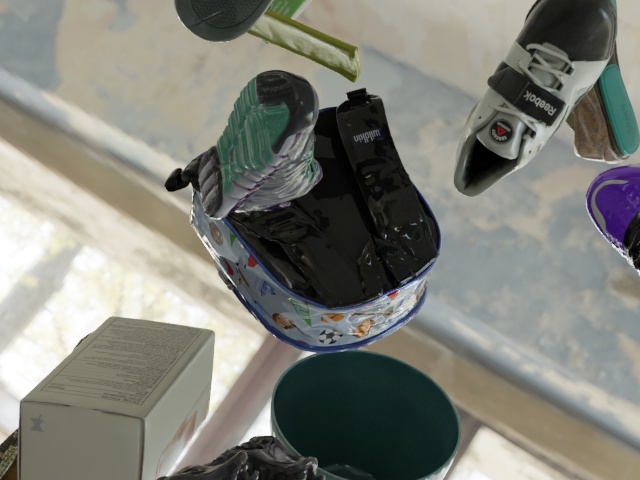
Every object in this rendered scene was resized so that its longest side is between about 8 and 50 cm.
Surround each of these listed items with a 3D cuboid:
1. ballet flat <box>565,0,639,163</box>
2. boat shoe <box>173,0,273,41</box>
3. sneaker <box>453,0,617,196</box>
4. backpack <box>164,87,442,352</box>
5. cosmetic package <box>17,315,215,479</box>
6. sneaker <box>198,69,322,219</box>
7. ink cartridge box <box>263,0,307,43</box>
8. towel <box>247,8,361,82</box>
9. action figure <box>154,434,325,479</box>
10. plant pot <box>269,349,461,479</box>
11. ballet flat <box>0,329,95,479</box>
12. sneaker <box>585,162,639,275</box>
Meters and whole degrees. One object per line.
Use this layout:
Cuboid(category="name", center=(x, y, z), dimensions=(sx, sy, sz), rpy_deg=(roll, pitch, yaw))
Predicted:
Cuboid(category="ballet flat", center=(0.371, -0.260, 1.914), dimensions=(0.106, 0.107, 0.316), rpy_deg=(-2, -77, 46))
Cuboid(category="boat shoe", center=(-0.032, -0.334, 1.285), dimensions=(0.118, 0.320, 0.103), rpy_deg=(33, 10, -25))
Cuboid(category="sneaker", center=(0.265, -0.175, 1.694), dimensions=(0.122, 0.146, 0.330), rpy_deg=(29, -45, 2))
Cuboid(category="backpack", center=(0.000, 0.000, 1.526), dimensions=(0.263, 0.276, 0.213), rpy_deg=(52, -23, 33))
Cuboid(category="cosmetic package", center=(-0.237, 0.203, 1.608), dimensions=(0.153, 0.129, 0.296), rpy_deg=(8, 16, 10))
Cuboid(category="sneaker", center=(-0.030, -0.085, 1.175), dimensions=(0.098, 0.083, 0.223), rpy_deg=(0, -18, -25))
Cuboid(category="ink cartridge box", center=(-0.097, -0.425, 1.736), dimensions=(0.273, 0.115, 0.198), rpy_deg=(41, -51, -4))
Cuboid(category="towel", center=(-0.063, -0.255, 1.602), dimensions=(0.237, 0.021, 0.102), rpy_deg=(24, -7, 9))
Cuboid(category="action figure", center=(-0.031, 0.273, 0.881), dimensions=(0.141, 0.164, 0.276), rpy_deg=(-21, -94, 33))
Cuboid(category="plant pot", center=(0.054, 0.336, 2.060), dimensions=(0.290, 0.290, 0.195), rpy_deg=(28, -51, 22))
Cuboid(category="ballet flat", center=(-0.379, 0.325, 1.862), dimensions=(0.164, 0.483, 0.182), rpy_deg=(36, -16, -16))
Cuboid(category="sneaker", center=(0.353, 0.016, 1.292), dimensions=(0.146, 0.102, 0.293), rpy_deg=(-5, 36, -44))
